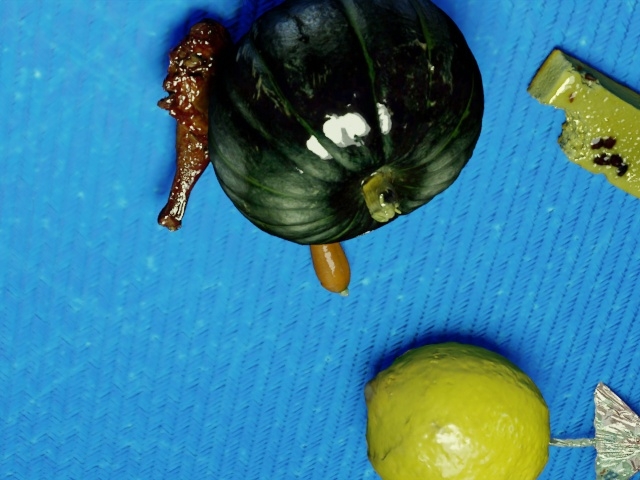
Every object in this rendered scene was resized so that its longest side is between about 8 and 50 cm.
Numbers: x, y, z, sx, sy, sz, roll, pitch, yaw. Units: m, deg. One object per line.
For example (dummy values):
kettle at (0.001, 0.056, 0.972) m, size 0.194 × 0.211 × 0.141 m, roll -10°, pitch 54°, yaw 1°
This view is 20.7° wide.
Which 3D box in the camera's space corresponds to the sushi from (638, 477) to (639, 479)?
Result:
sushi at (0.488, 0.214, 1.940) m, size 0.291 × 0.139 × 0.131 m, roll -30°, pitch 108°, yaw 9°

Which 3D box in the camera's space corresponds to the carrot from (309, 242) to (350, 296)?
carrot at (0.000, 0.000, 1.706) m, size 0.035 × 0.035 × 0.142 m, roll -21°, pitch 122°, yaw 4°

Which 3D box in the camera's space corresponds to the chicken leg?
chicken leg at (-0.112, -0.106, 1.573) m, size 0.093 × 0.053 × 0.205 m, roll -36°, pitch 138°, yaw -38°

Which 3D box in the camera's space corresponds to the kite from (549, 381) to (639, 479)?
kite at (0.306, 0.222, 1.929) m, size 0.156 × 0.011 × 0.139 m, roll 0°, pitch 101°, yaw 13°

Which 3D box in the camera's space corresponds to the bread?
bread at (0.290, -0.098, 1.683) m, size 0.226 × 0.049 × 0.088 m, roll 24°, pitch 119°, yaw -27°

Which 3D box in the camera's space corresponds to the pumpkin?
pumpkin at (0.025, -0.098, 1.517) m, size 0.249 × 0.216 × 0.250 m, roll -13°, pitch 145°, yaw -9°

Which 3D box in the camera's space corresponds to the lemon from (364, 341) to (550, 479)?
lemon at (0.140, 0.192, 1.800) m, size 0.180 × 0.181 × 0.193 m, roll -41°, pitch 144°, yaw 19°
